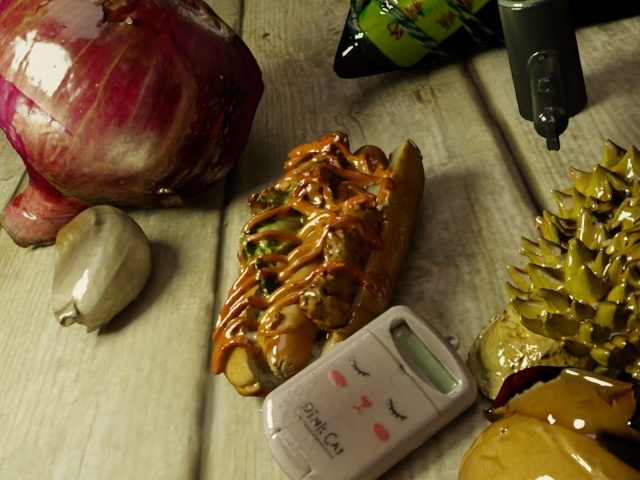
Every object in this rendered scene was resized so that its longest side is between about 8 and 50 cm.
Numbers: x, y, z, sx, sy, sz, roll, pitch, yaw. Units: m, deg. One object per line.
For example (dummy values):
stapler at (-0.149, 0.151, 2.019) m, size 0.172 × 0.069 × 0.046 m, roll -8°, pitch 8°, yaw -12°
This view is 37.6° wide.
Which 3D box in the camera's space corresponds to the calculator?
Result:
calculator at (0.039, 0.120, 0.710) m, size 0.175 × 0.032 × 0.100 m, roll -33°, pitch 68°, yaw -20°

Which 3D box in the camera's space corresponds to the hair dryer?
hair dryer at (0.228, -0.180, 0.956) m, size 0.077 × 0.196 × 0.248 m, roll -12°, pitch 34°, yaw 15°

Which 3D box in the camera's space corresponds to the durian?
durian at (0.244, -0.013, 0.705) m, size 0.191 × 0.112 × 0.341 m, roll 24°, pitch 36°, yaw 35°

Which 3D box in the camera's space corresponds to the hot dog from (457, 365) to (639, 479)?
hot dog at (0.150, 0.153, 0.453) m, size 0.194 × 0.326 × 0.107 m, roll 27°, pitch 81°, yaw 20°

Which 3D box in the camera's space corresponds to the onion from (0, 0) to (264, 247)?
onion at (-0.268, -0.148, 1.136) m, size 0.385 × 0.347 × 0.348 m, roll -53°, pitch 27°, yaw 15°

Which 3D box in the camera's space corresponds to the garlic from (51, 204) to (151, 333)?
garlic at (-0.233, 0.024, 1.014) m, size 0.101 × 0.087 × 0.196 m, roll -32°, pitch 34°, yaw 7°

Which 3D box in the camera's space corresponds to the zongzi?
zongzi at (0.234, -0.338, 1.239) m, size 0.383 × 0.362 × 0.319 m, roll -46°, pitch 13°, yaw 41°

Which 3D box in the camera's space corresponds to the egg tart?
egg tart at (0.171, 0.077, 0.725) m, size 0.128 × 0.049 × 0.129 m, roll -16°, pitch 31°, yaw 10°

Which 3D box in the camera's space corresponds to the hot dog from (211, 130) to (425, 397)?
hot dog at (0.000, 0.000, 0.878) m, size 0.158 × 0.117 × 0.349 m, roll -7°, pitch 34°, yaw 23°
